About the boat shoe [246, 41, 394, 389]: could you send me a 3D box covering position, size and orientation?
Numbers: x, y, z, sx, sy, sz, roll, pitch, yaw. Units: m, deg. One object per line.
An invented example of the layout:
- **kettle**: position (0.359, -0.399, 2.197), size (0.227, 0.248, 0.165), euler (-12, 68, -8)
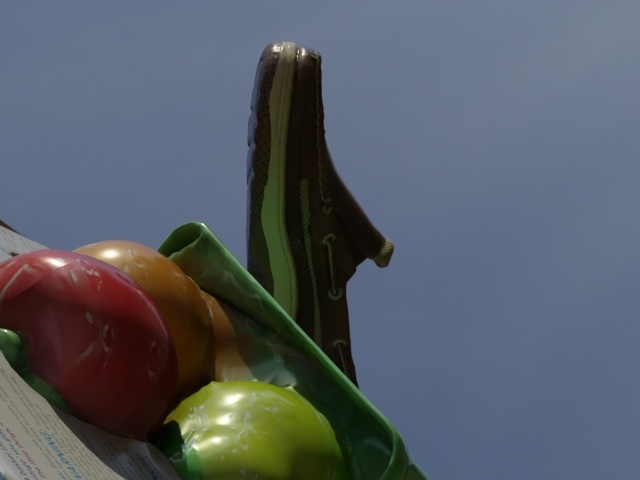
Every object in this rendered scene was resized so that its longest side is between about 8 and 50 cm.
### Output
- **boat shoe**: position (-0.001, -0.003, 1.184), size (0.095, 0.095, 0.257), euler (-100, 12, -68)

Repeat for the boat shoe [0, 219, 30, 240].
- **boat shoe**: position (-0.239, 0.006, 1.283), size (0.152, 0.056, 0.049), euler (39, -97, -45)

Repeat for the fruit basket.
- **fruit basket**: position (-0.110, 0.086, 0.947), size (0.353, 0.327, 0.165), euler (24, -75, -47)
